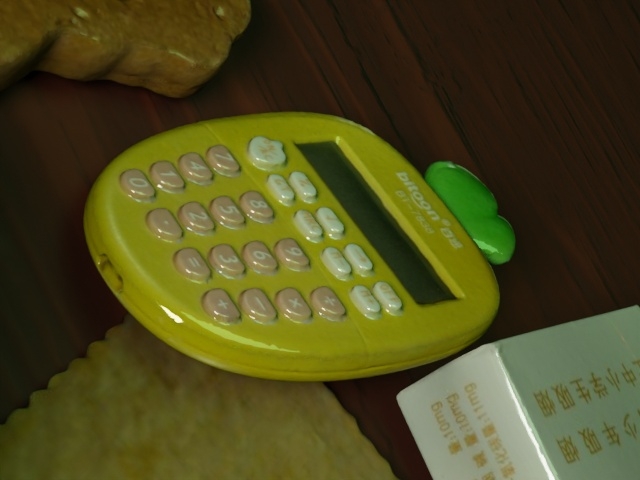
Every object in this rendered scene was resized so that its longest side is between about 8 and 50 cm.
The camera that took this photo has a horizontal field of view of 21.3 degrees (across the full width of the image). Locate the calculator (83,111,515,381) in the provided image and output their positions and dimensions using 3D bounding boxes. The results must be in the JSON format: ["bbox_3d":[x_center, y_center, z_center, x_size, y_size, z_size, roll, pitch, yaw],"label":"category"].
[{"bbox_3d":[0.000,0.000,0.754,0.234,0.032,0.146,-7,51,-44],"label":"calculator"}]

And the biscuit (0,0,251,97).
[{"bbox_3d":[-0.156,-0.140,0.718,0.295,0.044,0.186,1,59,-46],"label":"biscuit"}]

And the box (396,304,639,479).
[{"bbox_3d":[0.145,0.152,0.784,0.149,0.067,0.233,-9,69,-50],"label":"box"}]

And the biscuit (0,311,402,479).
[{"bbox_3d":[-0.029,0.139,0.663,0.232,0.013,0.237,52,38,-3],"label":"biscuit"}]
